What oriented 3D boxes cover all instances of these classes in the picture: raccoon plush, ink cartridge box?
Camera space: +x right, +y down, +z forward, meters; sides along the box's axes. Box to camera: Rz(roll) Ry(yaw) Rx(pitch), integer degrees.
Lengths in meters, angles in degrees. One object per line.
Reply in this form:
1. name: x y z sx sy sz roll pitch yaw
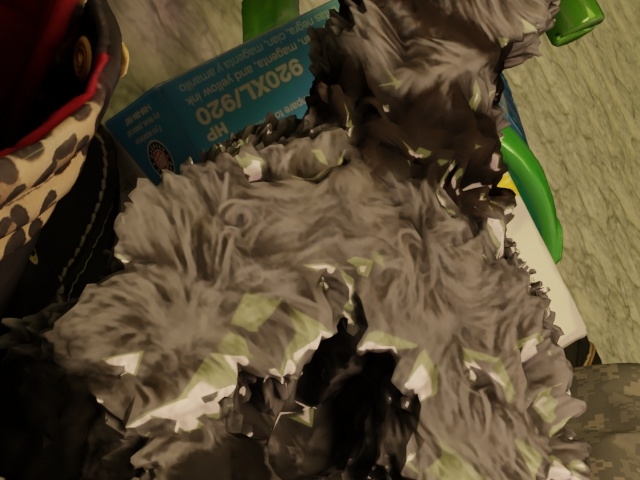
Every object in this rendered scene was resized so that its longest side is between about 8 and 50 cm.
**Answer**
1. raccoon plush: -0.013 0.070 0.696 0.216 0.299 0.446 41 54 -2
2. ink cartridge box: 0.000 0.000 0.854 0.168 0.171 0.232 -31 96 -27

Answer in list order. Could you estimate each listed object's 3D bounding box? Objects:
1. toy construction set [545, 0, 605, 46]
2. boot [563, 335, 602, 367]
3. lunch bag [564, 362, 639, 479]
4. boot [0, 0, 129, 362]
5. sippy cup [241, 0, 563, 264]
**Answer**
1. toy construction set: 0.107 -0.209 0.961 0.309 0.257 0.237 -21 71 -47
2. boot: 0.207 0.101 1.433 0.137 0.077 0.198 62 17 -12
3. lunch bag: 0.177 0.230 1.048 0.212 0.256 0.305 56 21 -18
4. boot: -0.156 -0.018 0.620 0.138 0.284 0.377 33 40 2
5. sippy cup: 0.057 -0.050 1.100 0.224 0.240 0.305 -75 171 -58
